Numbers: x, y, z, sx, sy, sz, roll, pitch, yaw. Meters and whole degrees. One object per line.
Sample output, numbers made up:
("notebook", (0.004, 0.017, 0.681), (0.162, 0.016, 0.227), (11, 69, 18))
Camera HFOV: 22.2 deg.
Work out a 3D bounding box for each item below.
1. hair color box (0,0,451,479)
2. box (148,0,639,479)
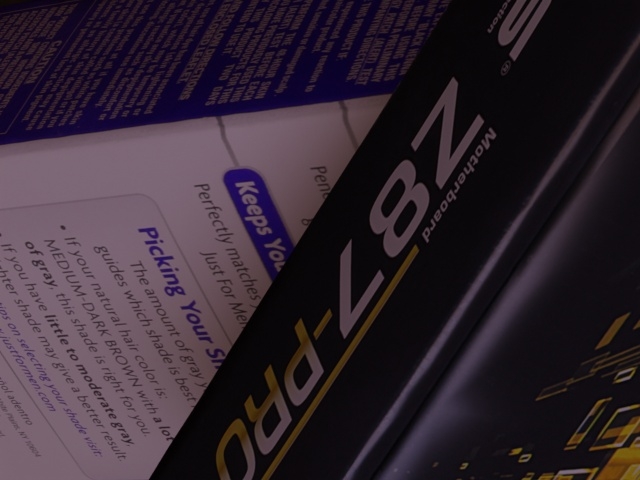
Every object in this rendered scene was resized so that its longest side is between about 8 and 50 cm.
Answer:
("hair color box", (0.000, 0.000, 0.582), (0.338, 0.110, 0.185), (-4, 130, 28))
("box", (0.162, 0.088, 0.465), (0.394, 0.097, 0.318), (24, 112, -26))
